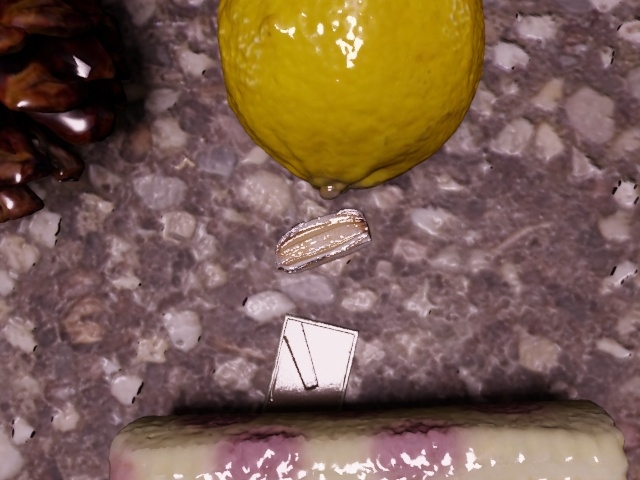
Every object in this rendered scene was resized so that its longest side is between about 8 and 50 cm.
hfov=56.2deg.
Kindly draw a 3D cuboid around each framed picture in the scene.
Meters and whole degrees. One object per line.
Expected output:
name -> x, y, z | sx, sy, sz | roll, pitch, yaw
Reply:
framed picture -> -0.009, 0.112, 0.500 | 0.066, 0.006, 0.089 | 12, 85, 6

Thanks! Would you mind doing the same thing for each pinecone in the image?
pinecone -> -0.276, -0.139, 0.403 | 0.298, 0.296, 0.242 | 7, 42, 33

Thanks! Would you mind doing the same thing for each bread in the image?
bread -> 0.037, 0.208, 0.414 | 0.338, 0.155, 0.187 | -5, 76, 6

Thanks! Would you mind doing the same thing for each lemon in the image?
lemon -> 0.021, -0.144, 0.433 | 0.192, 0.192, 0.231 | 4, 82, 4

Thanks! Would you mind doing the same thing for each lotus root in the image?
lotus root -> 0.000, 0.001, 0.499 | 0.083, 0.030, 0.037 | -21, 77, 0
